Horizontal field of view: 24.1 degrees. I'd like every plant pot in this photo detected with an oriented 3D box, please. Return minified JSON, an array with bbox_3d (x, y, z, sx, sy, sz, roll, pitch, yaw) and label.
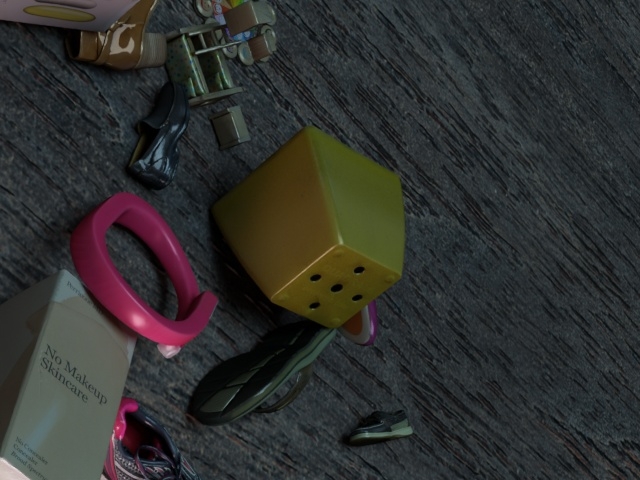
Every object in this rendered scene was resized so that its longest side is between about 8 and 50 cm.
[{"bbox_3d":[0.000,0.000,2.162,0.212,0.212,0.187,27,34,-41],"label":"plant pot"}]

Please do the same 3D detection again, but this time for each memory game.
[{"bbox_3d":[-0.132,-0.362,2.343,0.186,0.012,0.186,21,62,-44],"label":"memory game"}]

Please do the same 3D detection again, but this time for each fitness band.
[{"bbox_3d":[-0.230,0.041,1.950,0.209,0.054,0.291,50,15,-8],"label":"fitness band"}]

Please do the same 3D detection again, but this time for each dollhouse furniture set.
[{"bbox_3d":[-0.134,-0.235,2.174,0.101,0.161,0.182,-20,91,-51],"label":"dollhouse furniture set"}]

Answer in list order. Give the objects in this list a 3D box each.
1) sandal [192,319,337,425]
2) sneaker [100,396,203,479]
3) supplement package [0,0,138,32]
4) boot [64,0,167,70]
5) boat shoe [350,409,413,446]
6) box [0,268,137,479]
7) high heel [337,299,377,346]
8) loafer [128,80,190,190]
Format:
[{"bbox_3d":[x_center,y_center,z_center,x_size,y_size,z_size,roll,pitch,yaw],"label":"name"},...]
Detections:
[{"bbox_3d":[-0.062,0.196,2.143,0.303,0.120,0.086,-32,115,-51],"label":"sandal"},{"bbox_3d":[-0.209,0.313,1.922,0.299,0.112,0.121,47,45,-29],"label":"sneaker"},{"bbox_3d":[-0.337,-0.377,1.923,0.203,0.194,0.149,3,74,-31],"label":"supplement package"},{"bbox_3d":[-0.297,-0.334,2.094,0.152,0.073,0.197,-2,72,-43],"label":"boot"},{"bbox_3d":[0.090,0.290,2.335,0.152,0.056,0.049,6,67,-59],"label":"boat shoe"},{"bbox_3d":[-0.329,0.198,1.757,0.148,0.121,0.311,45,31,-29],"label":"box"},{"bbox_3d":[0.067,0.085,2.304,0.117,0.082,0.244,23,23,-34],"label":"high heel"},{"bbox_3d":[-0.228,-0.158,2.116,0.061,0.062,0.170,28,55,-35],"label":"loafer"}]
